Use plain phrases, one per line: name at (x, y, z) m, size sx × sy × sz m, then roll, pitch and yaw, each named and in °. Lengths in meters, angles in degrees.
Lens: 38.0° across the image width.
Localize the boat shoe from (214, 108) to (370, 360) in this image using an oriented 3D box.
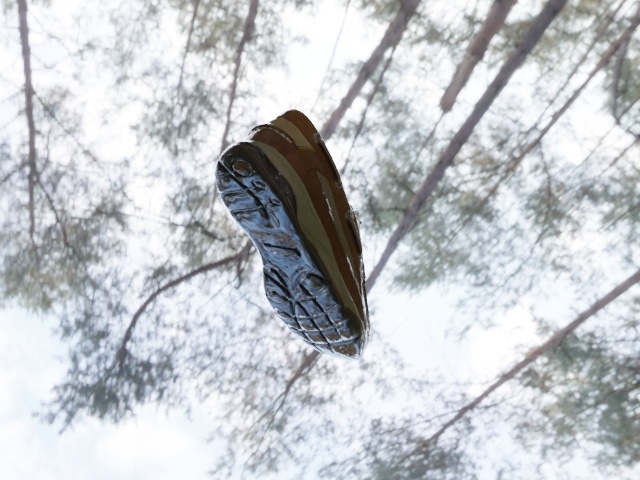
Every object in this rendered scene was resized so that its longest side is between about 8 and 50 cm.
boat shoe at (0.000, 0.000, 1.012) m, size 0.123 × 0.324 × 0.120 m, roll 15°, pitch -128°, yaw 33°
